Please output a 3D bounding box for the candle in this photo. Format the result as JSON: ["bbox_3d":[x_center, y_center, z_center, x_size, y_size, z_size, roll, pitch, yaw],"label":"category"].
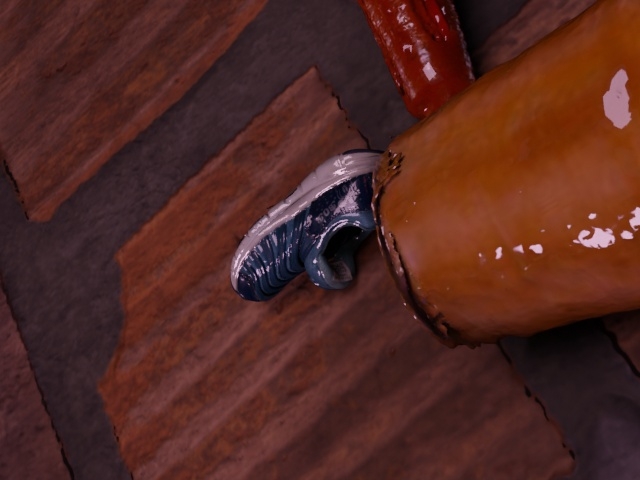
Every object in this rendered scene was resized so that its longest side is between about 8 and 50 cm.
[{"bbox_3d":[0.064,-0.163,0.833,0.084,0.059,0.302,-39,54,33],"label":"candle"}]

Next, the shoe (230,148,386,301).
[{"bbox_3d":[0.000,0.000,0.817,0.143,0.064,0.071,-39,68,23],"label":"shoe"}]

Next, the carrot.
[{"bbox_3d":[0.176,-0.042,0.645,0.254,0.196,0.196,-28,53,38],"label":"carrot"}]
